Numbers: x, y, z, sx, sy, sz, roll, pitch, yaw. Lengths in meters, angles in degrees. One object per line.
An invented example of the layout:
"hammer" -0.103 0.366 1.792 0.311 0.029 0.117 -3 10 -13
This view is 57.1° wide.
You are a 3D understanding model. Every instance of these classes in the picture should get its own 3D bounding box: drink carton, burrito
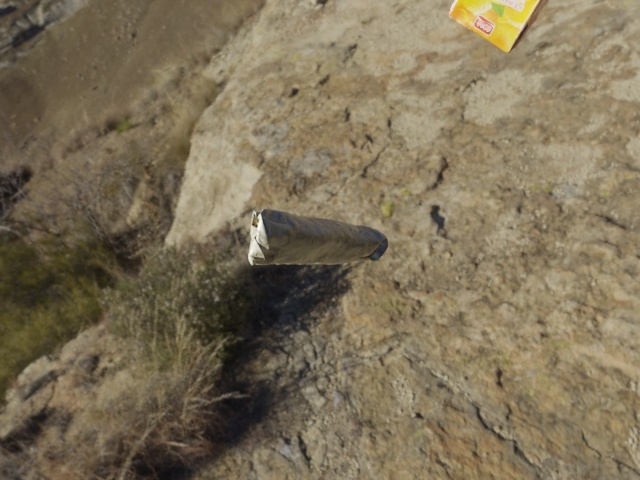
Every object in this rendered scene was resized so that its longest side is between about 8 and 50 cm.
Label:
"drink carton" 0.244 -0.339 0.675 0.096 0.222 0.071 37 52 9
"burrito" 0.000 0.000 0.916 0.275 0.082 0.059 3 16 -42
